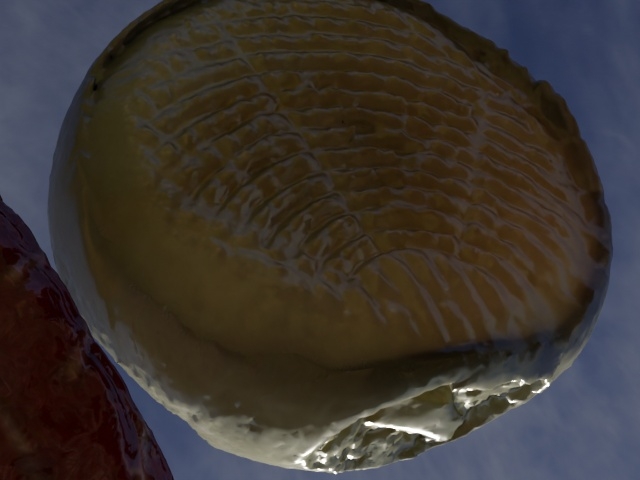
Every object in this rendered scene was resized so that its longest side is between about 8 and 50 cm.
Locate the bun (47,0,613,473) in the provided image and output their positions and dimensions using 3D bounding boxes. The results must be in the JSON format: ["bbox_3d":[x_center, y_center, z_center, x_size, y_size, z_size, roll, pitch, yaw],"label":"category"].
[{"bbox_3d":[-0.001,0.000,0.871,0.364,0.364,0.202,21,-42,-6],"label":"bun"}]

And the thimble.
[{"bbox_3d":[-0.135,0.065,0.439,0.125,0.163,0.189,-31,-106,-17],"label":"thimble"}]
